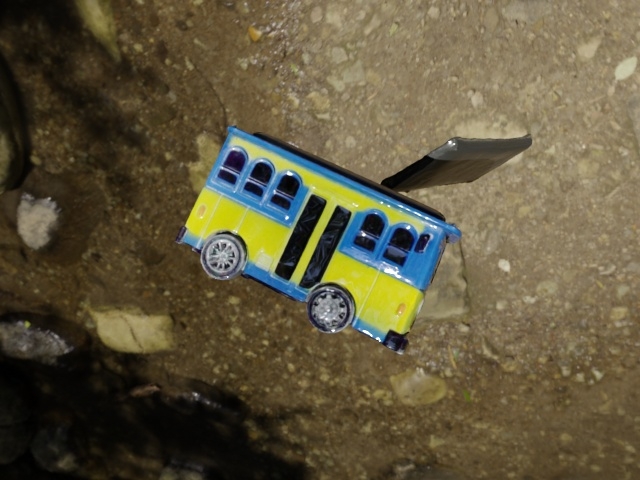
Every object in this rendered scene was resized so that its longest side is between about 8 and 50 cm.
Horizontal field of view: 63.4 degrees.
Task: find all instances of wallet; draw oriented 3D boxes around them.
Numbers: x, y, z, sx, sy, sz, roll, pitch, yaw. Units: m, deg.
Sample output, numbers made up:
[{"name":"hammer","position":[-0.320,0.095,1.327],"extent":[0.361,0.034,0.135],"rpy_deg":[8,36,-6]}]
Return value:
[{"name":"wallet","position":[0.234,-0.127,0.847],"extent":[0.146,0.285,0.030],"rpy_deg":[-37,72,42]}]

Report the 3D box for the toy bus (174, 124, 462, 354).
[{"name":"toy bus","position":[0.000,0.000,0.614],"extent":[0.287,0.138,0.175],"rpy_deg":[25,90,10]}]
